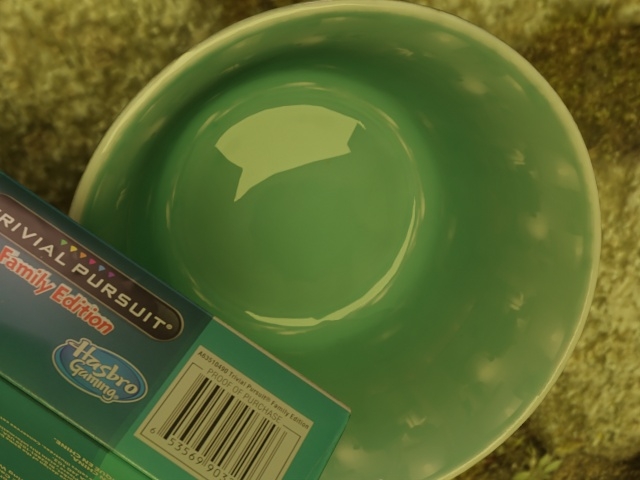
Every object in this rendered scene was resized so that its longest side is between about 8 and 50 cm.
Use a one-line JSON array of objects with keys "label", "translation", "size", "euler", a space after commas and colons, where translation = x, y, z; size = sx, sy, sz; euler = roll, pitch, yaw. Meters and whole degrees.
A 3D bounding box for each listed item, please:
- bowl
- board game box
[{"label": "bowl", "translation": [0.000, 0.000, 0.552], "size": [0.312, 0.163, 0.311], "euler": [-4, 109, -11]}, {"label": "board game box", "translation": [-0.168, 0.113, 0.456], "size": [0.254, 0.079, 0.336], "euler": [35, 138, 0]}]
